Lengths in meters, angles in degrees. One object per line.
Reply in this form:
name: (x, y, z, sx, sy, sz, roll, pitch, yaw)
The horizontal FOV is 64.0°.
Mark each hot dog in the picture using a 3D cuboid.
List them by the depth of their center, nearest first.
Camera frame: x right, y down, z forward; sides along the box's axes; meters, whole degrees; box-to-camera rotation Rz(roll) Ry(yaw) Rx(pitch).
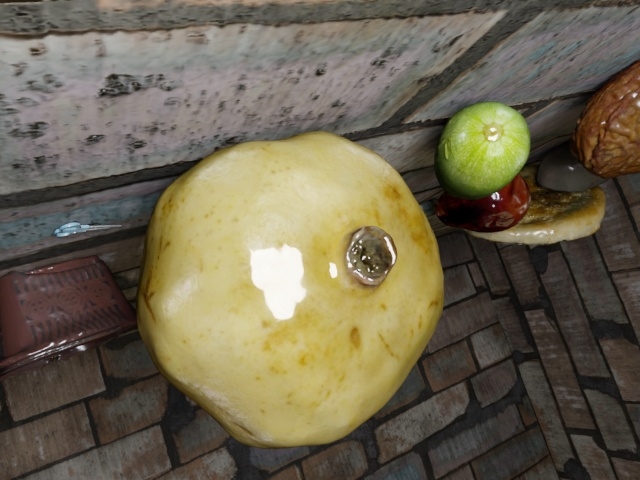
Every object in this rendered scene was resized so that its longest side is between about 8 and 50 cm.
hot dog: (0.574, -0.211, 0.758, 0.387, 0.175, 0.266, -13, 177, 44)

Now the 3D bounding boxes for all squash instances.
squash: (0.223, -0.115, 0.762, 0.118, 0.119, 0.370, -20, 177, 8)

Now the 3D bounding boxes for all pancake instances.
pancake: (0.542, -0.101, 1.352, 0.386, 0.082, 0.387, -12, -152, 6)

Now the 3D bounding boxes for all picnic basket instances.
picnic basket: (-0.415, 0.120, 0.797, 0.222, 0.129, 0.296, -15, 173, -42)

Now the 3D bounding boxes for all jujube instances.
jujube: (0.376, -0.089, 1.215, 0.168, 0.168, 0.236, -15, 176, -33)

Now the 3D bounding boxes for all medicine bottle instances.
medicine bottle: (0.309, -0.090, 1.492, 0.083, 0.047, 0.047, -18, 173, -17)

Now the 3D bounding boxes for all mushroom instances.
mushroom: (0.652, -0.199, 1.299, 0.188, 0.141, 0.117, -13, 139, -9)

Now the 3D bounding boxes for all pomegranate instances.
pomegranate: (-0.025, 0.048, 0.548, 0.332, 0.333, 0.332, -19, 173, -2)

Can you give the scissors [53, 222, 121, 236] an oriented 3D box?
scissors: (-0.276, -0.015, 0.616, 0.036, 0.006, 0.083, -26, 171, 34)
